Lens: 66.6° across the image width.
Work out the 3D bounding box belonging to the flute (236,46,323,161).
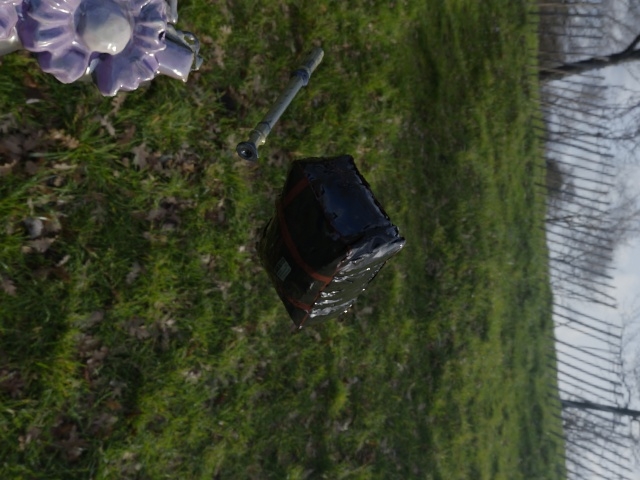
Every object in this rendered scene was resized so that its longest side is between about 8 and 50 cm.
[{"bbox_3d":[-0.040,-0.172,0.580,0.027,0.027,0.233,77,28,-43],"label":"flute"}]

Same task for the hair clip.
[{"bbox_3d":[-0.208,-0.166,0.325,0.292,0.084,0.106,10,112,-41],"label":"hair clip"}]

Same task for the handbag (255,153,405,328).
[{"bbox_3d":[0.000,0.000,0.688,0.169,0.155,0.215,63,-37,25],"label":"handbag"}]
